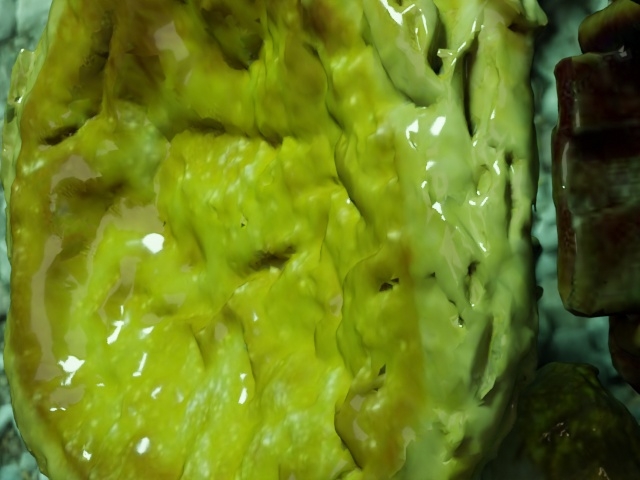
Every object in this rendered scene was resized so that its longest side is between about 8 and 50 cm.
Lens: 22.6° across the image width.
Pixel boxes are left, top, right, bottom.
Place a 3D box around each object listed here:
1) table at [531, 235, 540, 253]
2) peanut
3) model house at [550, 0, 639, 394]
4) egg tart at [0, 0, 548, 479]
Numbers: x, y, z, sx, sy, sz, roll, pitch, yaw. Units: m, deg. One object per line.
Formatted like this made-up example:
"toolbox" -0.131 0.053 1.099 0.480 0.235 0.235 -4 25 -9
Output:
"table" 0.000 0.000 0.843 0.240 0.111 0.121 26 104 33
"peanut" 0.125 0.161 0.768 0.087 0.087 0.206 -11 84 34
"model house" 0.201 -0.110 0.635 0.297 0.282 0.317 -7 86 -10
"egg tart" -0.015 -0.002 0.687 0.341 0.129 0.341 -4 84 48
